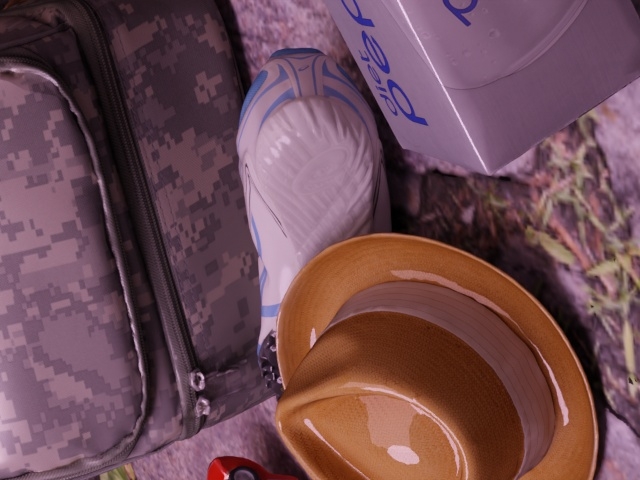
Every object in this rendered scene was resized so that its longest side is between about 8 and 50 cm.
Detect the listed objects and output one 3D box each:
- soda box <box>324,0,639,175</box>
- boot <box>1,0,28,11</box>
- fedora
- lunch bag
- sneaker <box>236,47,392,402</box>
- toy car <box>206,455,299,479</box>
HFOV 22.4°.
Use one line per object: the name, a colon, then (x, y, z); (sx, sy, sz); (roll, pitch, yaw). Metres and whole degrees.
soda box: (0.022, -0.171, 0.644); (0.286, 0.091, 0.098); (61, 169, -19)
boot: (-0.235, -0.033, 1.246); (0.269, 0.089, 0.236); (-28, 83, 58)
fedora: (0.042, 0.090, 0.821); (0.194, 0.079, 0.194); (18, 123, 30)
lunch bag: (-0.178, 0.004, 1.005); (0.212, 0.256, 0.305); (8, 114, 57)
sneaker: (0.000, 0.000, 0.904); (0.086, 0.085, 0.237); (-91, -1, -52)
toy car: (0.018, 0.259, 1.034); (0.239, 0.053, 0.225); (16, 121, 55)
